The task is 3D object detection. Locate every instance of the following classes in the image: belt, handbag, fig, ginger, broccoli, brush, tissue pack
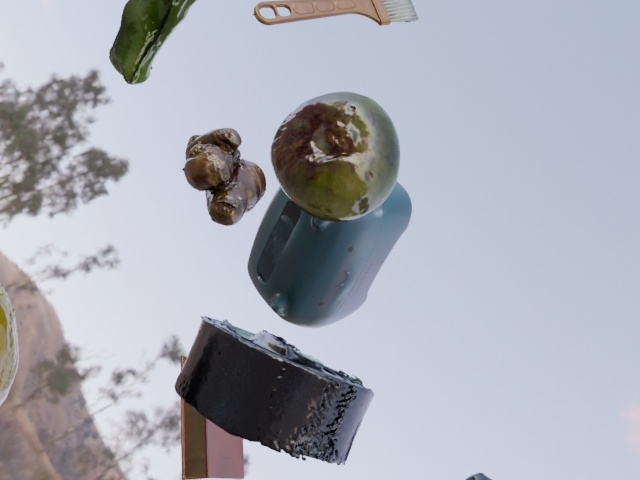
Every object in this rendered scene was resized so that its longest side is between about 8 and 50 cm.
[{"bbox_3d":[-0.039,0.121,0.725,0.198,0.151,0.078,12,-102,65],"label":"belt"},{"bbox_3d":[-0.166,0.272,1.340,0.127,0.062,0.190,37,46,-64],"label":"handbag"},{"bbox_3d":[0.020,-0.111,1.214,0.181,0.181,0.191,61,-6,4],"label":"fig"},{"bbox_3d":[-0.102,-0.075,0.941,0.103,0.073,0.162,55,6,-10],"label":"ginger"},{"bbox_3d":[-0.179,-0.312,0.993,0.145,0.165,0.304,31,-57,3],"label":"broccoli"},{"bbox_3d":[0.026,-0.394,1.461,0.017,0.314,0.090,-46,-118,58],"label":"brush"},{"bbox_3d":[0.000,0.000,1.444,0.198,0.206,0.287,48,-56,30],"label":"tissue pack"}]

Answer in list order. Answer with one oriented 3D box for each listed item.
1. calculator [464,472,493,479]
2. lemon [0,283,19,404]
[{"bbox_3d":[0.349,0.531,1.522,0.293,0.051,0.173,25,-66,39],"label":"calculator"},{"bbox_3d":[-0.422,0.105,0.848,0.263,0.236,0.236,16,-49,20],"label":"lemon"}]
